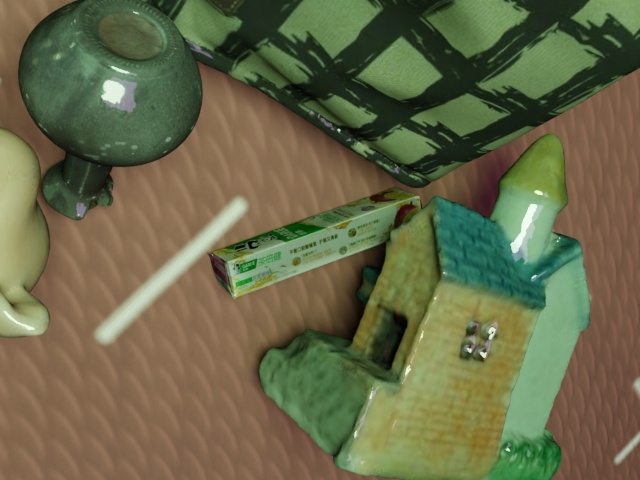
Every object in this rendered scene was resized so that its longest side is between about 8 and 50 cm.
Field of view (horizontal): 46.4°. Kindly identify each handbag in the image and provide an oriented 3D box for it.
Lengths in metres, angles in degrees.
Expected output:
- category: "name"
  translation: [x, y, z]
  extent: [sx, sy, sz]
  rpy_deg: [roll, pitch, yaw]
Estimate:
- category: "handbag"
  translation: [0.060, -0.197, 0.514]
  extent: [0.327, 0.325, 0.163]
  rpy_deg: [19, 62, -27]

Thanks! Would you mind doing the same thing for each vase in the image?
- category: "vase"
  translation: [-0.156, -0.082, 0.532]
  extent: [0.120, 0.120, 0.183]
  rpy_deg: [2, 147, -28]

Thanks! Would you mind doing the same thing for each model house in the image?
- category: "model house"
  translation: [0.132, 0.046, 0.712]
  extent: [0.267, 0.194, 0.325]
  rpy_deg: [19, 95, -33]

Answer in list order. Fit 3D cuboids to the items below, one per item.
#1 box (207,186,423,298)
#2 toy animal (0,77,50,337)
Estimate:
- category: "box"
  translation: [0.000, 0.000, 0.705]
  extent: [0.207, 0.050, 0.041]
  rpy_deg: [-19, 114, -21]
- category: "toy animal"
  translation: [-0.269, -0.050, 0.482]
  extent: [0.154, 0.166, 0.250]
  rpy_deg: [-34, 110, -32]
